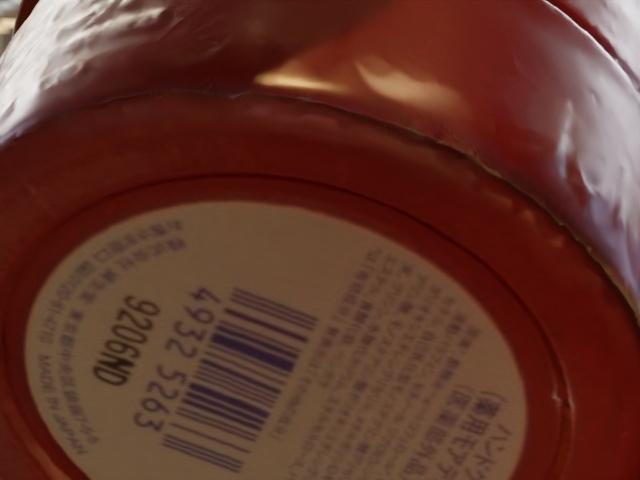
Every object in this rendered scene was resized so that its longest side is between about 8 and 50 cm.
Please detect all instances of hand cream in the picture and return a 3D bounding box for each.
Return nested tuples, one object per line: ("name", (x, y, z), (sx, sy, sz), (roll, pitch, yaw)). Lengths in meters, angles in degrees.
("hand cream", (0.000, 0.000, 0.485), (0.193, 0.193, 0.125), (7, 40, 5))
